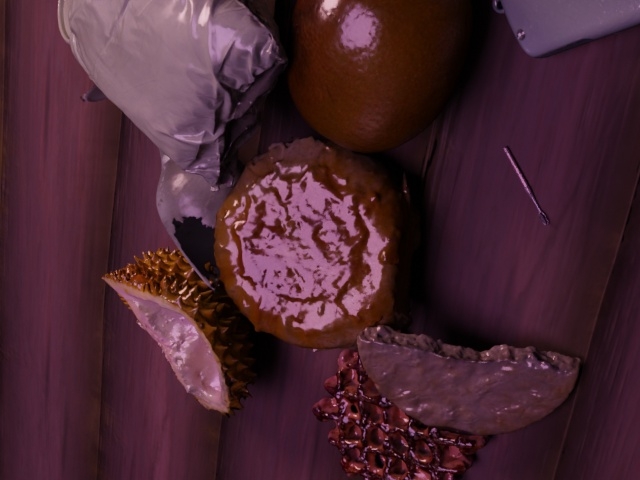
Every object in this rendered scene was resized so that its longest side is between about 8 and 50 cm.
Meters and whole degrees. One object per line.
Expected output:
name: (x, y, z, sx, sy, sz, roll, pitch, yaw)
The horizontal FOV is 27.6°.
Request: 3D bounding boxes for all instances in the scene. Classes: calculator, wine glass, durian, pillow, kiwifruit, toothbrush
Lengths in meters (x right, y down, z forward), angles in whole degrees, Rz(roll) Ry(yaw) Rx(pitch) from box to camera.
calculator: (0.265, -0.267, 1.271, 0.246, 0.045, 0.141, -16, 96, 44)
wine glass: (-0.168, -0.095, 1.661, 0.143, 0.143, 0.321, -38, 84, 43)
durian: (-0.157, 0.113, 1.732, 0.183, 0.138, 0.249, -21, 101, 45)
pillow: (-0.163, -0.233, 1.454, 0.310, 0.138, 0.283, 49, 143, 17)
kiwifruit: (0.058, -0.203, 1.380, 0.196, 0.196, 0.234, 40, 135, 21)
toothbrush: (0.223, -0.059, 1.420, 0.006, 0.008, 0.097, -30, 86, 30)

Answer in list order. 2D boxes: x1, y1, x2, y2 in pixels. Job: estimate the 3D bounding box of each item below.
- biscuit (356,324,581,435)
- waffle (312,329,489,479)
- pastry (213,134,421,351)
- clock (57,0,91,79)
biscuit: (0.163, 0.168, 1.488, 0.250, 0.032, 0.133, 7, 127, 7)
waffle: (0.093, 0.225, 1.622, 0.221, 0.055, 0.234, 50, 127, 16)
pastry: (-0.003, 0.005, 1.531, 0.236, 0.121, 0.257, 5, 98, 14)
clock: (-0.284, -0.308, 1.673, 0.151, 0.062, 0.191, -41, 52, 42)
